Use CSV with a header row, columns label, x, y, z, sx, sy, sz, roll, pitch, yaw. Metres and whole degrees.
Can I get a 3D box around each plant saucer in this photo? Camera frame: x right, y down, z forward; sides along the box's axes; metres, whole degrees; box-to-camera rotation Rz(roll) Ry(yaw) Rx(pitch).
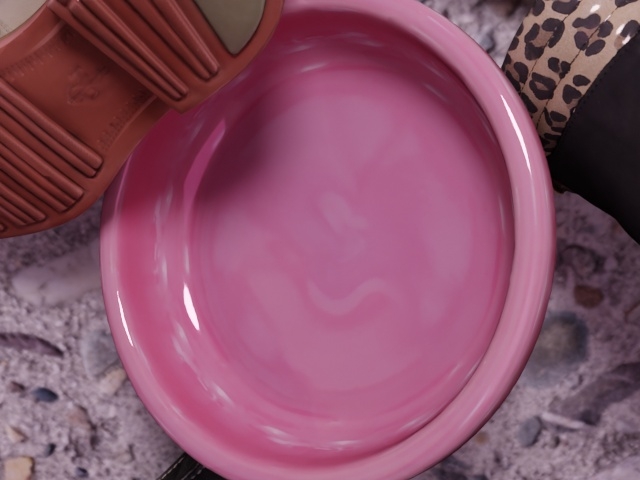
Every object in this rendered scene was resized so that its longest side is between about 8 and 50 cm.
label,x,y,z,sx,sy,sz,roll,pitch,yaw
plant saucer,0.000,0.000,0.657,0.332,0.084,0.332,-2,86,29

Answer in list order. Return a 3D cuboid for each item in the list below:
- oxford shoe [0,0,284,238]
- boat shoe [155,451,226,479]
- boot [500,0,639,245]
label,x,y,z,sx,sy,sz,roll,pitch,yaw
oxford shoe,-0.168,-0.120,0.665,0.397,0.146,0.140,-24,126,30
boat shoe,-0.046,0.135,0.784,0.335,0.121,0.119,-38,100,5
boot,0.250,-0.009,0.662,0.138,0.377,0.284,-43,71,-5
